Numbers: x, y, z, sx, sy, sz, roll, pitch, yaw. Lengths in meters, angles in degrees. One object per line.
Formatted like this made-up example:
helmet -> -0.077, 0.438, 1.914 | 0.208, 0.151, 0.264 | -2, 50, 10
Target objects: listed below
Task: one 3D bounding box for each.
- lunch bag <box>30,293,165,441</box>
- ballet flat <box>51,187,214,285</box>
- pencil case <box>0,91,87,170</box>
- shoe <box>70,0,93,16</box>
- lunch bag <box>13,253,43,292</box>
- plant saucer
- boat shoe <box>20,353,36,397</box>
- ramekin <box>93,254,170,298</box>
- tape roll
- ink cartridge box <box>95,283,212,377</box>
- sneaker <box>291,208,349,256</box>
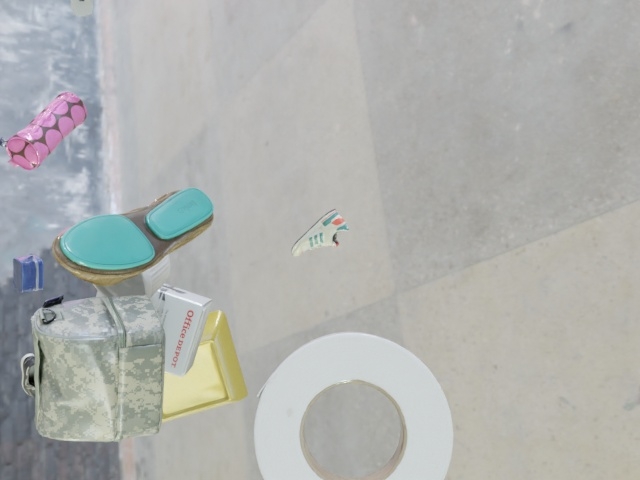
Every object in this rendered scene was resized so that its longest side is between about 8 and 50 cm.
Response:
lunch bag -> -0.482, 0.272, 1.621 | 0.212, 0.256, 0.305 | 43, 130, 52
ballet flat -> -0.308, 0.007, 1.228 | 0.116, 0.342, 0.124 | 48, 124, 3
pencil case -> -0.602, -0.241, 1.662 | 0.098, 0.095, 0.209 | -39, 15, 41
shoe -> -0.516, -0.570, 1.633 | 0.178, 0.063, 0.081 | 127, 136, -62
lunch bag -> -0.752, 0.082, 1.958 | 0.067, 0.065, 0.098 | 21, 110, 44
plant saucer -> -0.416, 0.415, 2.346 | 0.081, 0.332, 0.333 | -120, 16, -67
boat shoe -> -0.637, 0.308, 1.685 | 0.038, 0.046, 0.125 | 35, 131, 36
ramekin -> -0.449, 0.050, 1.771 | 0.207, 0.109, 0.207 | 19, 128, 26
tape roll -> 0.061, 0.373, 1.479 | 0.072, 0.392, 0.392 | 74, -164, -86
ink cartridge box -> -0.436, 0.207, 1.929 | 0.114, 0.273, 0.197 | -39, -33, -83
sneaker -> 0.000, 0.000, 1.804 | 0.075, 0.057, 0.161 | 47, 112, 2
